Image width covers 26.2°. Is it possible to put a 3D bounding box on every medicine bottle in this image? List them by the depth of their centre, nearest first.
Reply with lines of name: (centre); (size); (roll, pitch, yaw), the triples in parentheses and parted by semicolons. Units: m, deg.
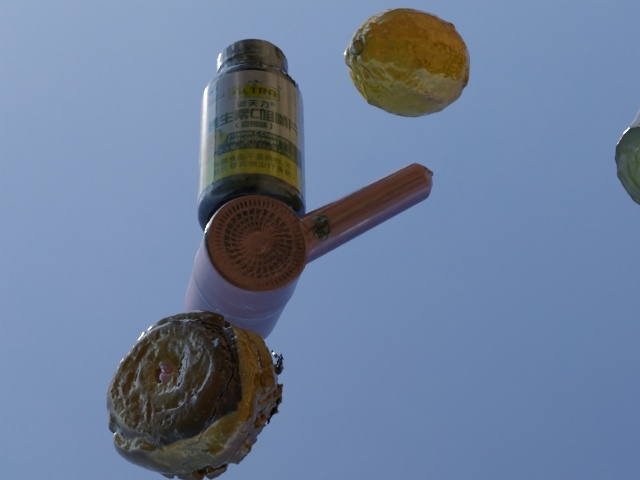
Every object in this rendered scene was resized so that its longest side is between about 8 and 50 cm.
medicine bottle: (-0.091, -0.135, 1.828); (0.141, 0.141, 0.293); (3, -130, -6)

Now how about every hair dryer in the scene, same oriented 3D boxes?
hair dryer: (0.000, 0.000, 1.720); (0.352, 0.210, 0.125); (-26, -107, -23)

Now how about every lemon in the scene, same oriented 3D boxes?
lemon: (0.091, -0.188, 1.454); (0.155, 0.114, 0.114); (5, -134, -35)

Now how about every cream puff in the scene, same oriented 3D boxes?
cream puff: (-0.123, 0.160, 1.407); (0.189, 0.129, 0.189); (-15, -124, 23)

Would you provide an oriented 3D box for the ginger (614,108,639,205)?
ginger: (0.392, -0.136, 1.349); (0.116, 0.109, 0.263); (31, -121, 34)
